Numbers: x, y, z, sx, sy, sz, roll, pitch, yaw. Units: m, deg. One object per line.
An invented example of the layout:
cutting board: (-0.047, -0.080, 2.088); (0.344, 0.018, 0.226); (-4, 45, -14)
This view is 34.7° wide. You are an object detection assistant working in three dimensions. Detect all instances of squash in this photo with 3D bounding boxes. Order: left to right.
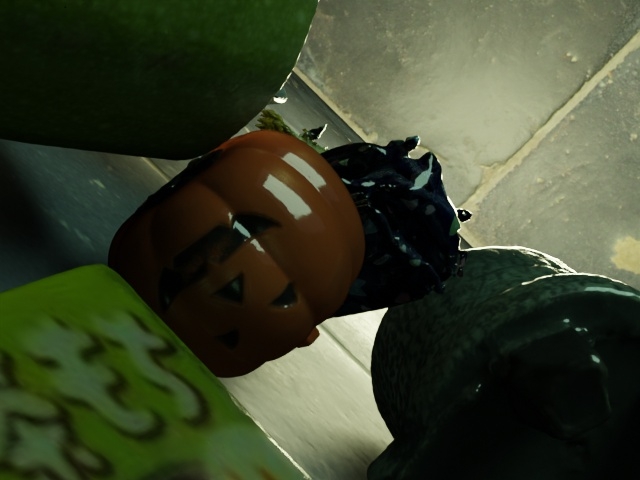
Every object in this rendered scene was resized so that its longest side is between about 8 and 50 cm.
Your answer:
squash: (-0.217, -0.195, 0.615); (0.384, 0.263, 0.263); (5, 39, -51)

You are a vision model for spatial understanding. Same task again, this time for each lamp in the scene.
lamp: (-0.056, 0.016, 0.757); (0.164, 0.187, 0.187); (51, 10, -15)

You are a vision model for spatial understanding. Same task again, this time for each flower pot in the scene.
flower pot: (0.175, 0.163, 0.886); (0.299, 0.299, 0.283); (40, 3, -22)

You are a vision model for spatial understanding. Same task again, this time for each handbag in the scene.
handbag: (0.000, 0.000, 0.911); (0.162, 0.260, 0.113); (46, 43, -36)

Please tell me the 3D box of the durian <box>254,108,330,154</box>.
durian: (-0.025, -0.053, 1.203); (0.193, 0.138, 0.237); (37, 17, -21)

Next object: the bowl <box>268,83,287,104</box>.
bowl: (-0.210, -0.219, 1.094); (0.345, 0.157, 0.345); (43, 12, -11)

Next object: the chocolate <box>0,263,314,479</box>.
chocolate: (-0.081, 0.152, 0.338); (0.289, 0.137, 0.301); (45, 12, 3)
